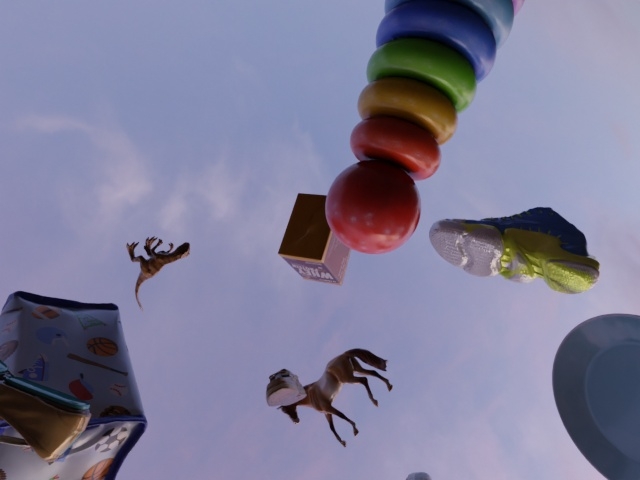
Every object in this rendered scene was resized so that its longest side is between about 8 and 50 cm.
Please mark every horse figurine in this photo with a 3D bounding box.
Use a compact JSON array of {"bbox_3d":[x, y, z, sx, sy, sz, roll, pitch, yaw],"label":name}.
[{"bbox_3d":[0.045,0.338,0.932,0.174,0.263,0.066,39,-172,18],"label":"horse figurine"}]

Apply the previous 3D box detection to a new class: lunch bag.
[{"bbox_3d":[-0.503,0.336,0.707,0.239,0.385,0.328,20,-164,-38],"label":"lunch bag"}]

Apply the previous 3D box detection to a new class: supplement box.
[{"bbox_3d":[0.000,0.000,1.172,0.129,0.194,0.191,7,-112,24],"label":"supplement box"}]

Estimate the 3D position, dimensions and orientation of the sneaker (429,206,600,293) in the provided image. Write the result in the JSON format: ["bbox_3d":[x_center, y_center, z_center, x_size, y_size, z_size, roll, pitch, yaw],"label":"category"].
[{"bbox_3d":[0.294,-0.002,0.638,0.240,0.091,0.126,20,-131,11],"label":"sneaker"}]

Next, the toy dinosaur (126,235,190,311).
[{"bbox_3d":[-0.364,0.057,0.870,0.112,0.211,0.064,58,-155,14],"label":"toy dinosaur"}]

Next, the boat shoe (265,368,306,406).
[{"bbox_3d":[-0.057,0.218,0.617,0.050,0.135,0.045,-26,-116,-5],"label":"boat shoe"}]

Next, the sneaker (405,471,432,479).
[{"bbox_3d":[0.203,0.475,0.640,0.262,0.121,0.099,-77,-30,-72],"label":"sneaker"}]

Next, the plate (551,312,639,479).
[{"bbox_3d":[0.330,0.169,0.426,0.024,0.188,0.188,-1,-117,-23],"label":"plate"}]

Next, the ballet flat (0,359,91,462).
[{"bbox_3d":[-0.383,0.178,0.473,0.232,0.080,0.073,24,-108,7],"label":"ballet flat"}]

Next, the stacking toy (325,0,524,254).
[{"bbox_3d":[0.095,-0.143,0.398,0.141,0.141,0.330,21,-92,-18],"label":"stacking toy"}]
